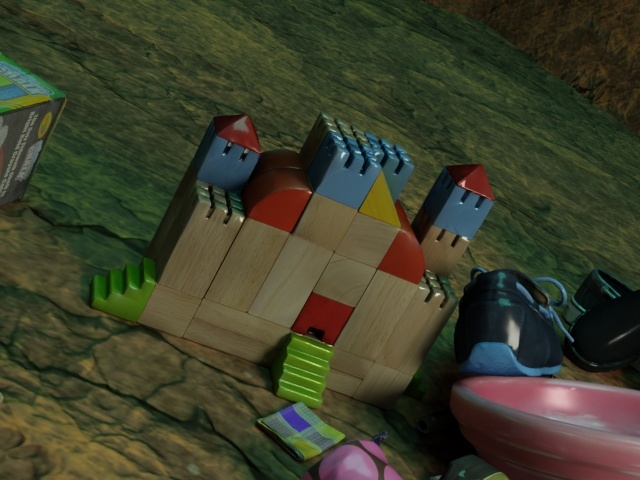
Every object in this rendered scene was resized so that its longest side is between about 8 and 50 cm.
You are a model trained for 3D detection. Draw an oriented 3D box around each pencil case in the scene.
[{"bbox_3d":[0.071,0.251,0.966,0.098,0.095,0.209,37,10,-51],"label":"pencil case"}]

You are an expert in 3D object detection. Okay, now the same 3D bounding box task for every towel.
[{"bbox_3d":[-0.018,0.176,1.129,0.060,0.009,0.083,37,22,23],"label":"towel"}]

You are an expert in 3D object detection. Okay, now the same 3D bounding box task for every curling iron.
[{"bbox_3d":[0.187,0.183,1.351,0.068,0.035,0.274,17,16,34],"label":"curling iron"}]

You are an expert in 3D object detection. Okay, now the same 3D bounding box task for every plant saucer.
[{"bbox_3d":[0.288,0.203,1.190,0.332,0.084,0.332,8,3,0],"label":"plant saucer"}]

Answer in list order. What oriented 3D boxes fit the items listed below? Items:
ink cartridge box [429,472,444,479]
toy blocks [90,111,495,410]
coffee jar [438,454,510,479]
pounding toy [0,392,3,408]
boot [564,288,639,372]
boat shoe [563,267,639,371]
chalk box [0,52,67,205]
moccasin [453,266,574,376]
[{"bbox_3d":[0.324,0.285,1.167,0.330,0.071,0.324,9,2,43],"label":"ink cartridge box"},{"bbox_3d":[0.000,0.000,1.207,0.381,0.261,0.191,21,22,-19],"label":"toy blocks"},{"bbox_3d":[0.164,0.269,1.024,0.184,0.096,0.079,40,21,26],"label":"coffee jar"},{"bbox_3d":[-0.299,0.125,0.793,0.141,0.100,0.130,29,35,6],"label":"pounding toy"},{"bbox_3d":[0.450,0.061,1.606,0.246,0.207,0.094,-19,58,-20],"label":"boot"},{"bbox_3d":[0.503,0.143,1.744,0.301,0.102,0.108,33,21,11],"label":"boat shoe"},{"bbox_3d":[-0.353,-0.115,1.204,0.132,0.132,0.213,32,20,7],"label":"chalk box"},{"bbox_3d":[0.215,0.086,1.331,0.137,0.117,0.342,2,-4,6],"label":"moccasin"}]
